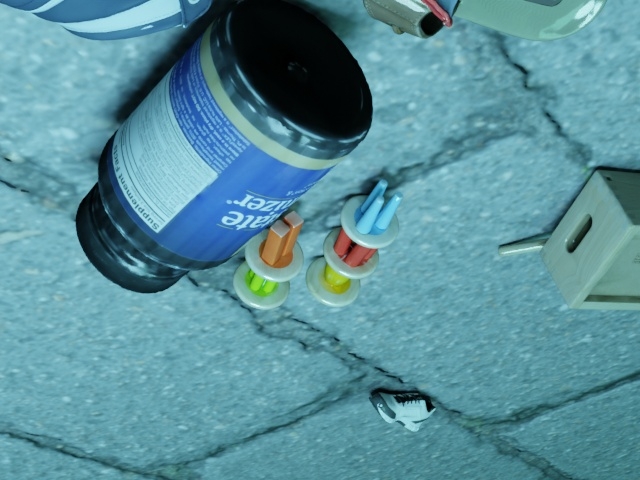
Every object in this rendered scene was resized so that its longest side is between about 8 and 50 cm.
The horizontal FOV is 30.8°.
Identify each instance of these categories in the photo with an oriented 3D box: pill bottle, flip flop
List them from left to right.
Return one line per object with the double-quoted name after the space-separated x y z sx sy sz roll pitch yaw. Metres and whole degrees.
-0.076 -0.056 0.799 0.122 0.123 0.219 13 141 -37 "pill bottle"
0.077 -0.164 0.718 0.277 0.080 0.112 10 143 -34 "flip flop"

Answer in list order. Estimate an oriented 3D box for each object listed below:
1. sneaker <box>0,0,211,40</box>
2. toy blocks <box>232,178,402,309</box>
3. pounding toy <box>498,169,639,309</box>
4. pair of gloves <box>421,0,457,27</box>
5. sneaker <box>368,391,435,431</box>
-0.068 -0.205 0.578 0.282 0.099 0.153 -32 153 19 "sneaker"
0.000 0.000 0.990 0.123 0.054 0.148 -1 148 -21 "toy blocks"
0.264 0.001 1.077 0.130 0.100 0.141 3 136 -27 "pounding toy"
0.064 -0.208 0.599 0.198 0.023 0.159 24 90 -55 "pair of gloves"
0.097 0.194 1.380 0.044 0.040 0.109 -43 145 15 "sneaker"
